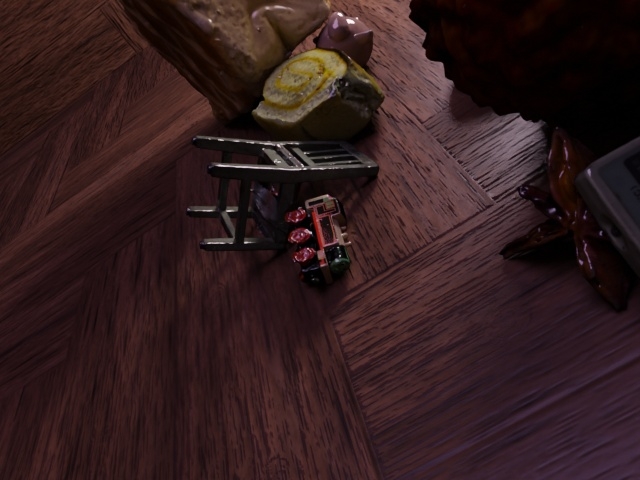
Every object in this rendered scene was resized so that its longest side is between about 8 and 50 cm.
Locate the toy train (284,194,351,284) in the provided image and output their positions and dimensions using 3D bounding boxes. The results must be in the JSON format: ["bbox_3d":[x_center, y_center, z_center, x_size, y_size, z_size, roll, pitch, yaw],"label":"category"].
[{"bbox_3d":[0.000,0.000,0.727,0.087,0.050,0.138,-16,50,3],"label":"toy train"}]

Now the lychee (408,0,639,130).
[{"bbox_3d":[0.309,-0.349,0.537,0.500,0.424,0.424,-50,37,-9],"label":"lychee"}]

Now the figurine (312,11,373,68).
[{"bbox_3d":[0.046,-0.399,1.065,0.125,0.125,0.138,-31,14,10],"label":"figurine"}]

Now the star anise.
[{"bbox_3d":[0.280,-0.030,0.516,0.144,0.158,0.140,-18,37,-30],"label":"star anise"}]

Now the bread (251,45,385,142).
[{"bbox_3d":[-0.002,-0.251,0.956,0.186,0.124,0.257,-53,38,-8],"label":"bread"}]

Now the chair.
[{"bbox_3d":[-0.064,-0.075,0.829,0.270,0.147,0.136,-2,29,-26],"label":"chair"}]

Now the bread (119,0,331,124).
[{"bbox_3d":[-0.221,-0.496,1.122,0.279,0.390,0.371,-48,18,-13],"label":"bread"}]

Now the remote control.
[{"bbox_3d":[0.368,-0.077,0.433,0.285,0.038,0.123,-28,77,1],"label":"remote control"}]
